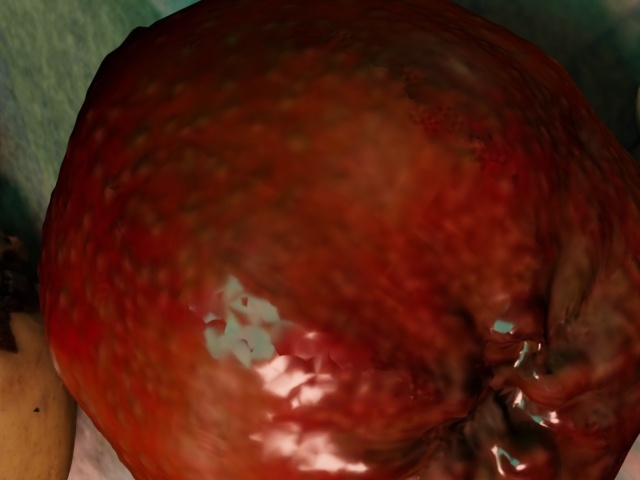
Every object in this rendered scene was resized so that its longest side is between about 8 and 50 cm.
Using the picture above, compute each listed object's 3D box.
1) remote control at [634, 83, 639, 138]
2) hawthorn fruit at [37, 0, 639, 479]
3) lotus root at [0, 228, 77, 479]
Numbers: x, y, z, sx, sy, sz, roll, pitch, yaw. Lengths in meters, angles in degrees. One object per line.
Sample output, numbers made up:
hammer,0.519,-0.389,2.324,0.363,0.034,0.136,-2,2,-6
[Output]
remote control,0.255,-0.018,0.513,0.309,0.038,0.090,26,120,28
hawthorn fruit,0.000,0.000,0.619,0.300,0.254,0.254,49,136,50
lotus root,-0.244,0.135,0.894,0.183,0.183,0.310,30,132,27
